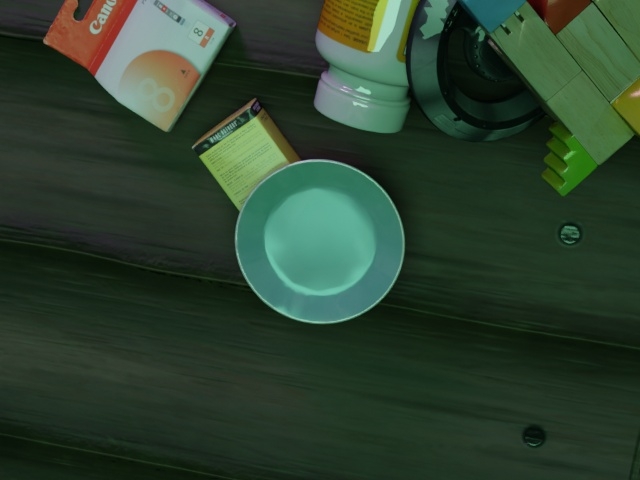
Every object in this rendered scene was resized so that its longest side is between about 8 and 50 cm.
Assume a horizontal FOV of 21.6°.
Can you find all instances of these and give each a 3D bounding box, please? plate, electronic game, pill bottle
[{"bbox_3d":[0.000,0.000,1.845,0.188,0.024,0.188,2,106,6],"label":"plate"},{"bbox_3d":[0.189,-0.210,1.744,0.229,0.048,0.229,-14,120,-25],"label":"electronic game"},{"bbox_3d":[0.072,-0.245,1.760,0.136,0.136,0.246,17,109,3],"label":"pill bottle"}]

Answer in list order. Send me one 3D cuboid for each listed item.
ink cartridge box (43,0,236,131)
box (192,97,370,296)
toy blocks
[{"bbox_3d":[-0.205,-0.228,1.859,0.179,0.045,0.145,32,109,-4],"label":"ink cartridge box"},{"bbox_3d":[-0.040,-0.041,1.882,0.087,0.058,0.232,-35,98,16],"label":"box"},{"bbox_3d":[0.295,-0.270,1.652,0.381,0.191,0.261,-41,116,5],"label":"toy blocks"}]
